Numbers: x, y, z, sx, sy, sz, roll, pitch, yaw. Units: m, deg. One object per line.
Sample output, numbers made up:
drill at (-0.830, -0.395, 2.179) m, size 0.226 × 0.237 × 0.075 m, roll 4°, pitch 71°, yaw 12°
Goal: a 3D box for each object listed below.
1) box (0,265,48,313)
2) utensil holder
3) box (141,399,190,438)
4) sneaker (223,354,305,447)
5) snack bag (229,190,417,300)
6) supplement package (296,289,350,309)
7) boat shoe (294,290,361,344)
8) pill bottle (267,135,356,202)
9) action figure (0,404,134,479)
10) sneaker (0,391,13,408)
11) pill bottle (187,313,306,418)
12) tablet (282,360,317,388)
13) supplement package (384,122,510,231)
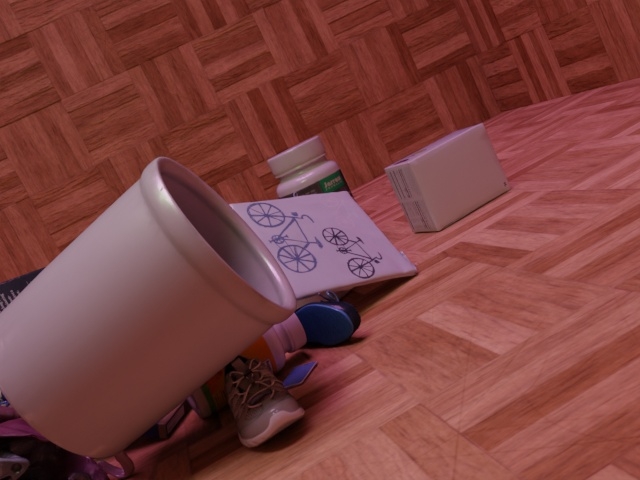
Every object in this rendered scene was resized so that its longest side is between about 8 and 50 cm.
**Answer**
box at (-0.699, 0.247, 1.740) m, size 0.395 × 0.212 × 0.293 m, roll -24°, pitch -26°, yaw -37°
utensil holder at (-0.284, 0.113, 1.172) m, size 0.385 × 0.327 × 0.327 m, roll -42°, pitch 7°, yaw 7°
box at (-0.382, 0.335, 1.427) m, size 0.225 × 0.036 × 0.136 m, roll -1°, pitch 16°, yaw 13°
sneaker at (-0.114, 0.248, 1.171) m, size 0.105 × 0.115 × 0.281 m, roll -29°, pitch 9°, yaw -19°
snack bag at (0.000, 0.000, 1.621) m, size 0.342 × 0.323 × 0.037 m, roll -10°, pitch -46°, yaw -32°
supplement package at (-0.039, 0.049, 1.837) m, size 0.263 × 0.199 × 0.198 m, roll -17°, pitch 13°, yaw 44°
boat shoe at (0.001, 0.150, 1.455) m, size 0.089 × 0.109 × 0.258 m, roll -28°, pitch 10°, yaw -34°
pill bottle at (-0.005, -0.111, 2.147) m, size 0.204 × 0.361 × 0.204 m, roll -26°, pitch 9°, yaw 4°
action figure at (-0.540, 0.362, 1.313) m, size 0.276 × 0.248 × 0.370 m, roll -29°, pitch 12°, yaw -24°
sneaker at (-0.603, 0.319, 1.478) m, size 0.296 × 0.112 × 0.131 m, roll -22°, pitch -21°, yaw 29°
pill bottle at (-0.154, 0.219, 1.386) m, size 0.246 × 0.136 × 0.136 m, roll -30°, pitch 9°, yaw -22°
tablet at (-0.041, 0.248, 1.326) m, size 0.054 × 0.006 × 0.083 m, roll -22°, pitch 11°, yaw 26°
supplement package at (0.349, -0.170, 1.989) m, size 0.262 × 0.204 × 0.145 m, roll -29°, pitch 10°, yaw -20°
